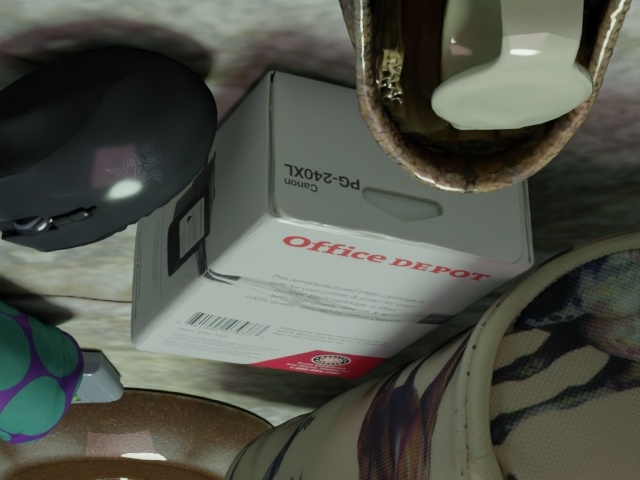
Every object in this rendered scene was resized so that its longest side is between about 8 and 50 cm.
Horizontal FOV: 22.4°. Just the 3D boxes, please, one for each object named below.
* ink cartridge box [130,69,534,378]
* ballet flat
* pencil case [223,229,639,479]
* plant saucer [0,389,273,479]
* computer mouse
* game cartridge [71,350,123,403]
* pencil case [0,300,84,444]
[{"bbox_3d":[0.000,0.000,0.647,0.109,0.063,0.150,11,154,-23],"label":"ink cartridge box"},{"bbox_3d":[0.052,-0.101,0.358,0.108,0.106,0.316,0,156,2],"label":"ballet flat"},{"bbox_3d":[0.071,0.127,0.786,0.184,0.159,0.410,-8,165,-23],"label":"pencil case"},{"bbox_3d":[-0.124,0.139,1.013,0.199,0.036,0.198,1,158,0],"label":"plant saucer"},{"bbox_3d":[-0.134,0.002,0.622,0.242,0.041,0.071,-32,137,31],"label":"computer mouse"},{"bbox_3d":[-0.156,0.076,0.891,0.083,0.017,0.056,-3,153,9],"label":"game cartridge"},{"bbox_3d":[-0.184,0.051,0.773,0.070,0.064,0.152,-15,153,29],"label":"pencil case"}]
